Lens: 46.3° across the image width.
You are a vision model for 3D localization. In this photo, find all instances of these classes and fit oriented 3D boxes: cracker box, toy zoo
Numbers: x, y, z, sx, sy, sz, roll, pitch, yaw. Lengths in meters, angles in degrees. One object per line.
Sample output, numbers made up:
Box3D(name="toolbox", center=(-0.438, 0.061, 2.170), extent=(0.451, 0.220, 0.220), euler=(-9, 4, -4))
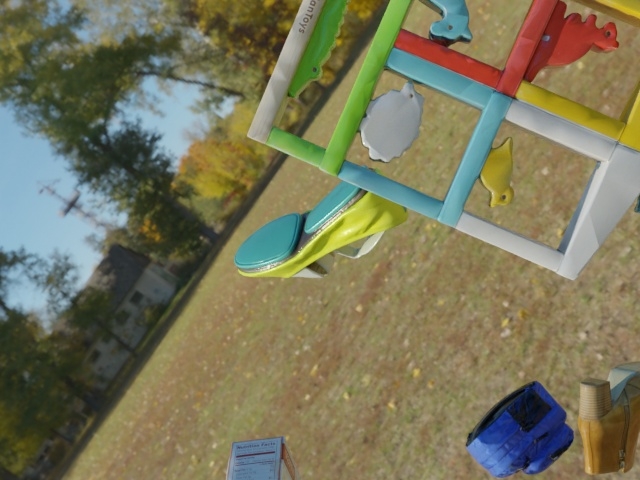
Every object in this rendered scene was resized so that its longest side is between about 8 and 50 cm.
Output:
Box3D(name="cracker box", center=(-0.055, 0.344, 0.772), extent=(0.067, 0.155, 0.232), euler=(-9, 36, 9))
Box3D(name="toy zoo", center=(0.120, -0.100, 0.515), extent=(0.030, 0.293, 0.192), euler=(-42, -25, -83))

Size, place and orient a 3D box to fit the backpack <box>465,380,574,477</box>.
Box3D(name="backpack", center=(0.253, 0.251, 0.956), extent=(0.120, 0.101, 0.098), euler=(-36, -23, -10))

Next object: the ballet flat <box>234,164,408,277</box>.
Box3D(name="ballet flat", center=(0.000, 0.000, 0.793), extent=(0.231, 0.077, 0.077), euler=(-30, 32, 41))

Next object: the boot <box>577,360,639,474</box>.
Box3D(name="boot", center=(0.676, 0.388, 1.640), extent=(0.104, 0.295, 0.211), euler=(4, 102, 62))
